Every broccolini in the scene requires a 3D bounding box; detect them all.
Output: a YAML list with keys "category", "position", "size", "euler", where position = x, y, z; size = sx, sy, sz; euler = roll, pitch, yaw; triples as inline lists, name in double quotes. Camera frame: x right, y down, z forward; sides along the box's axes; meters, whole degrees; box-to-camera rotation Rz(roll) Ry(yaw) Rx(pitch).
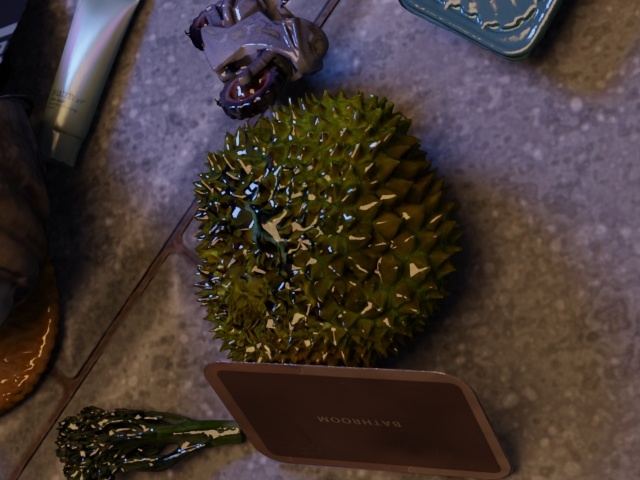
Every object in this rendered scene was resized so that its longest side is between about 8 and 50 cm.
- category: "broccolini"
  position: [-0.176, 0.194, 1.671]
  size: [0.203, 0.068, 0.091]
  euler: [-16, 55, 22]

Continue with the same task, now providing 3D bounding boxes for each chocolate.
- category: "chocolate"
  position: [-0.390, 0.004, 1.674]
  size: [0.303, 0.303, 0.213]
  euler: [-24, 87, 21]

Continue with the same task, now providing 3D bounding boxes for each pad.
- category: "pad"
  position: [0.033, 0.164, 1.521]
  size: [0.266, 0.176, 0.002]
  euler: [1, 52, 27]

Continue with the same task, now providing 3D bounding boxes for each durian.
- category: "durian"
  position: [0.000, 0.000, 1.526]
  size: [0.291, 0.225, 0.291]
  euler: [-3, 84, 25]

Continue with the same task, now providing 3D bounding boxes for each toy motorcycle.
- category: "toy motorcycle"
  position: [-0.064, -0.198, 1.639]
  size: [0.122, 0.080, 0.215]
  euler: [-30, 36, 3]

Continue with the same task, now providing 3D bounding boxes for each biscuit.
- category: "biscuit"
  position: [-0.387, 0.083, 1.809]
  size: [0.254, 0.035, 0.254]
  euler: [-5, 79, 24]

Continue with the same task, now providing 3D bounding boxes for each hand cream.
- category: "hand cream"
  position: [-0.253, -0.179, 1.783]
  size: [0.078, 0.050, 0.205]
  euler: [15, 84, 27]

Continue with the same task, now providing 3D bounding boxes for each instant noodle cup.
- category: "instant noodle cup"
  position: [0.178, -0.266, 1.572]
  size: [0.157, 0.070, 0.179]
  euler: [32, 95, 26]

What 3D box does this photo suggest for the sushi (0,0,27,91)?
- category: "sushi"
  position: [-0.457, -0.140, 1.839]
  size: [0.373, 0.100, 0.296]
  euler: [-18, 35, 20]
